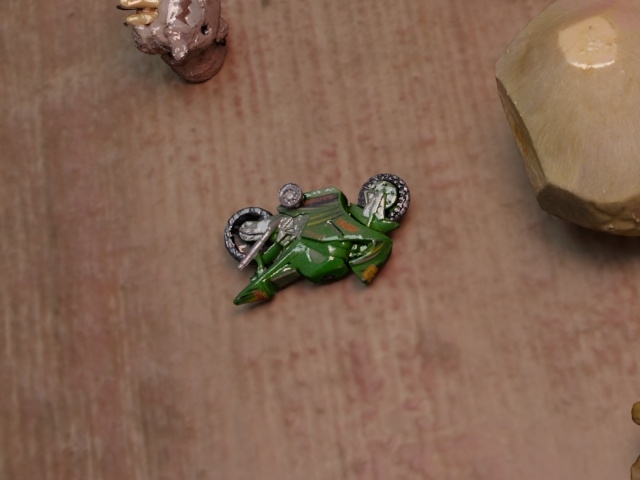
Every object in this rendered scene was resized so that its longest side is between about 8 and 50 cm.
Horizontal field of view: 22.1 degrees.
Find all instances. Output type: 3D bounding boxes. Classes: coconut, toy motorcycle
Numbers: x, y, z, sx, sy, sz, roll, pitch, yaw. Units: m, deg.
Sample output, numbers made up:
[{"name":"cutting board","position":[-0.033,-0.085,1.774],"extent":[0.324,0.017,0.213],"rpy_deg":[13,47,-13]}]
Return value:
[{"name":"coconut","position":[0.266,-0.118,1.461],"extent":[0.197,0.237,0.237],"rpy_deg":[-16,61,10]},{"name":"toy motorcycle","position":[0.000,0.000,1.586],"extent":[0.190,0.074,0.106],"rpy_deg":[-14,70,11]}]

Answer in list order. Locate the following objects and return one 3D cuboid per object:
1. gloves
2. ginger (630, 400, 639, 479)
[{"name":"gloves","position":[-0.144,-0.225,1.697],"extent":[0.094,0.144,0.110],"rpy_deg":[-12,84,12]},{"name":"ginger","position":[0.364,0.079,1.370],"extent":[0.190,0.126,0.354],"rpy_deg":[7,86,9]}]
